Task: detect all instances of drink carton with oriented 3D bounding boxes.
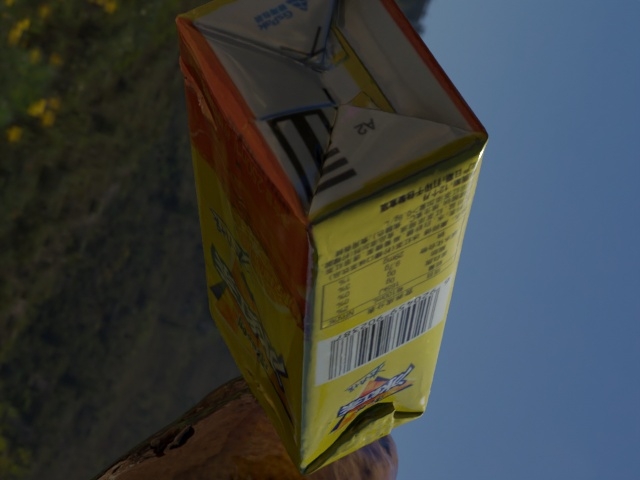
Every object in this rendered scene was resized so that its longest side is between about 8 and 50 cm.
[{"bbox_3d":[0.000,0.000,0.846,0.154,0.111,0.351,58,-15,25],"label":"drink carton"}]

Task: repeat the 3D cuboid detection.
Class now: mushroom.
[{"bbox_3d":[-0.054,0.256,1.136,0.345,0.259,0.345,-38,171,-7],"label":"mushroom"}]
